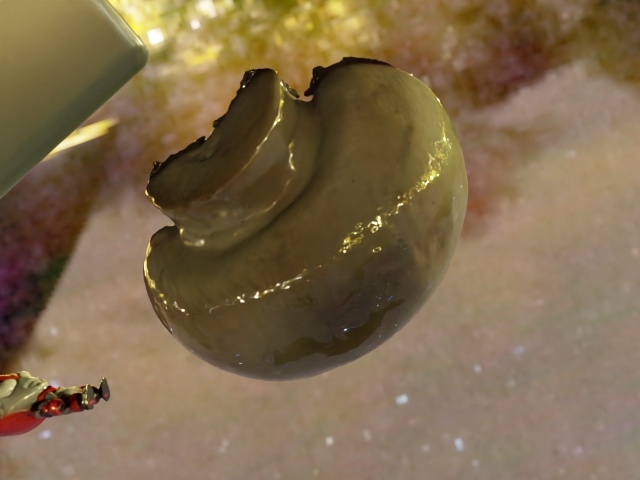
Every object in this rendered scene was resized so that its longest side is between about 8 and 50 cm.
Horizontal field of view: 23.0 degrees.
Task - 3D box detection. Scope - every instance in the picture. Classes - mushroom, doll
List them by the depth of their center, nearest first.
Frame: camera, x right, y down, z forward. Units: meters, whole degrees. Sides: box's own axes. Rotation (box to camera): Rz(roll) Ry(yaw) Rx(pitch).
[{"bbox_3d":[0.000,0.000,0.810,0.188,0.141,0.117,-46,-138,9],"label":"mushroom"},{"bbox_3d":[-0.270,0.147,1.394,0.169,0.057,0.109,-2,-168,19],"label":"doll"}]

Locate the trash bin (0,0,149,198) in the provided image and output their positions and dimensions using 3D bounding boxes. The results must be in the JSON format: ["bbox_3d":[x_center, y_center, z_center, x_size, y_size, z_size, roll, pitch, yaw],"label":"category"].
[{"bbox_3d":[-0.204,-0.047,0.754,0.236,0.101,0.177,-42,-164,-5],"label":"trash bin"}]
